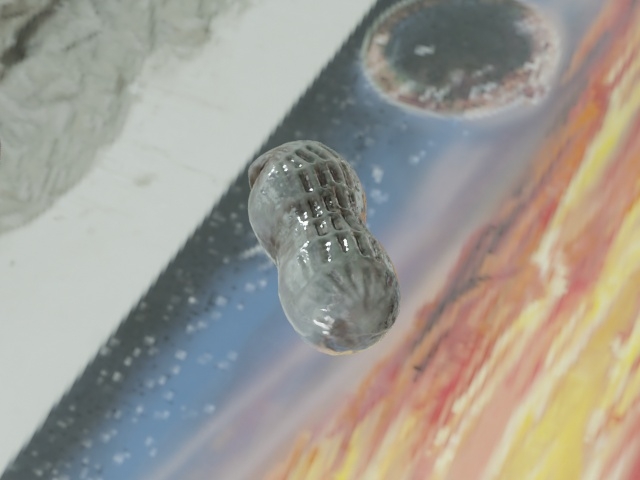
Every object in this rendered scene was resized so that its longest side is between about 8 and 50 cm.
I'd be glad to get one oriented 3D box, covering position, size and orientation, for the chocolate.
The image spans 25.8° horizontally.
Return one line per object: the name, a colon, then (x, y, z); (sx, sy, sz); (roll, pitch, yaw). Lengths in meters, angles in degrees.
chocolate: (0.000, 0.000, 0.811); (0.072, 0.167, 0.072); (-9, -52, -11)
